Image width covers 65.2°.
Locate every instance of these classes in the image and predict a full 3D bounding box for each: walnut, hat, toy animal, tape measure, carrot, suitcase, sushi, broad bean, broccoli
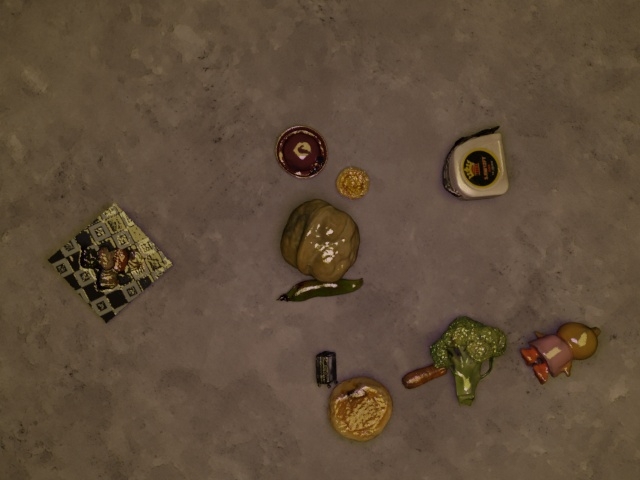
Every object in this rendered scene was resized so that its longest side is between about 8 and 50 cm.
[{"bbox_3d":[0.002,0.001,1.804,0.282,0.253,0.277,22,96,-2],"label":"walnut"},{"bbox_3d":[-0.071,-0.336,1.891,0.205,0.089,0.205,0,90,-1],"label":"hat"},{"bbox_3d":[0.900,0.393,1.854,0.281,0.169,0.195,-24,55,-3],"label":"toy animal"},{"bbox_3d":[0.566,-0.288,1.878,0.231,0.133,0.271,-4,88,-8],"label":"tape measure"},{"bbox_3d":[0.397,0.508,1.900,0.186,0.060,0.060,-22,89,-2],"label":"carrot"},{"bbox_3d":[0.023,0.481,1.881,0.059,0.086,0.126,-2,89,26],"label":"suitcase"},{"bbox_3d":[-0.789,0.081,1.901,0.339,0.069,0.320,-42,98,-1],"label":"sushi"},{"bbox_3d":[-0.004,0.181,1.898,0.339,0.061,0.077,-10,97,0],"label":"broad bean"},{"bbox_3d":[0.532,0.423,1.819,0.254,0.186,0.302,31,71,-11],"label":"broccoli"}]

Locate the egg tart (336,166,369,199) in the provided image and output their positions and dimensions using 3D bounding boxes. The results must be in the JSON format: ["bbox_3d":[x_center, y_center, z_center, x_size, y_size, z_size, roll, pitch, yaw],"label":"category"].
[{"bbox_3d":[0.124,-0.217,1.912,0.128,0.049,0.129,0,83,0],"label":"egg tart"}]

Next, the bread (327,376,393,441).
[{"bbox_3d":[0.142,0.617,1.861,0.244,0.134,0.244,0,86,-1],"label":"bread"}]
